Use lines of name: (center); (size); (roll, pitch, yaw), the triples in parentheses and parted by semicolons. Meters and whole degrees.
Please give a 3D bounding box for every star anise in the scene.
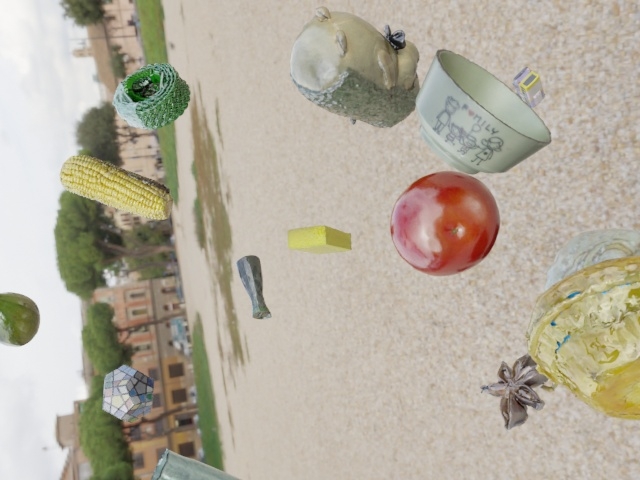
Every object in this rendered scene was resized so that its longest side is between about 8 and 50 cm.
star anise: (0.451, 0.325, 1.374); (0.172, 0.063, 0.208); (-52, 11, 8)

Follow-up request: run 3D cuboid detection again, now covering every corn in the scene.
corn: (-0.350, -0.091, 1.057); (0.072, 0.203, 0.072); (20, -90, -85)

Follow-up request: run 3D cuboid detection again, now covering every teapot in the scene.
teapot: (-0.110, 0.081, 1.035); (0.043, 0.042, 0.111); (103, 152, -57)

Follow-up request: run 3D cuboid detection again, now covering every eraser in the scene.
eraser: (0.000, 0.000, 1.352); (0.122, 0.097, 0.045); (13, -108, -58)

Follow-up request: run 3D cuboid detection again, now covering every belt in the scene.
belt: (-0.330, -0.281, 1.177); (0.079, 0.151, 0.121); (46, -142, -54)

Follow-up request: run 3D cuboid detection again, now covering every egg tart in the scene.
egg tart: (0.537, 0.183, 1.025); (0.388, 0.387, 0.169); (97, 179, -48)

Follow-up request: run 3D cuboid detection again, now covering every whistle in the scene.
whistle: (-0.101, 0.396, 0.912); (0.062, 0.312, 0.062); (-55, 16, 24)

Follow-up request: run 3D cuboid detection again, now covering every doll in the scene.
doll: (0.097, -0.383, 1.392); (0.247, 0.349, 0.247); (-17, 63, 36)

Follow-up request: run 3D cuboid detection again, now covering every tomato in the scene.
tomato: (0.220, -0.029, 1.083); (0.136, 0.195, 0.195); (-88, -7, -79)

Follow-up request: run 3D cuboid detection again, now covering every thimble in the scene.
thimble: (0.632, 0.124, 1.326); (0.195, 0.291, 0.291); (-168, 70, -69)

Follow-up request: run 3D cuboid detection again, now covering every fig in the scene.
fig: (-0.727, 0.175, 1.417); (0.156, 0.123, 0.123); (57, -164, -61)

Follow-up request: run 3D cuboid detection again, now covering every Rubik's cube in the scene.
Rubik's cube: (-0.374, 0.298, 1.196); (0.093, 0.111, 0.111); (-28, 64, 34)

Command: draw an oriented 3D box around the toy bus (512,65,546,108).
toy bus: (0.517, -0.375, 1.515); (0.058, 0.052, 0.102); (50, -173, 35)

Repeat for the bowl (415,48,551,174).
bowl: (0.226, -0.176, 0.915); (0.112, 0.211, 0.211); (-52, 39, 30)
